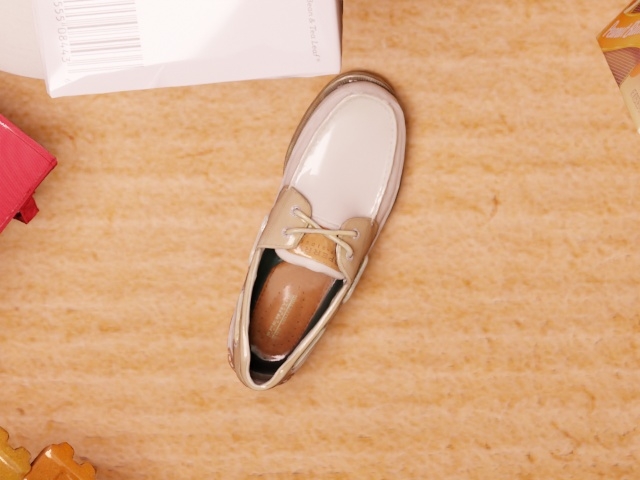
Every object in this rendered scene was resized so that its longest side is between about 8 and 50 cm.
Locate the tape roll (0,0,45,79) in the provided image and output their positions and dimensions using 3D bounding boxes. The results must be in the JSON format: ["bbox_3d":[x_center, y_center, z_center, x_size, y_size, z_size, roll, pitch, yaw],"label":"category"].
[{"bbox_3d":[-0.219,-0.328,1.671,0.392,0.072,0.392,0,109,1],"label":"tape roll"}]

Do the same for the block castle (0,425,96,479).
[{"bbox_3d":[-0.300,0.296,1.770,0.453,0.303,0.213,45,66,-13],"label":"block castle"}]

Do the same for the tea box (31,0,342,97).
[{"bbox_3d":[-0.101,-0.309,1.464,0.220,0.323,0.329,-5,108,4],"label":"tea box"}]

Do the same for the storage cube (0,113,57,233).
[{"bbox_3d":[-0.365,-0.041,1.678,0.215,0.183,0.193,39,76,-10],"label":"storage cube"}]

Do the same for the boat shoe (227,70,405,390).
[{"bbox_3d":[0.000,0.000,1.760,0.113,0.103,0.302,18,109,-5],"label":"boat shoe"}]

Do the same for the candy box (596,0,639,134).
[{"bbox_3d":[0.328,-0.165,1.580,0.087,0.316,0.183,43,105,-11],"label":"candy box"}]
